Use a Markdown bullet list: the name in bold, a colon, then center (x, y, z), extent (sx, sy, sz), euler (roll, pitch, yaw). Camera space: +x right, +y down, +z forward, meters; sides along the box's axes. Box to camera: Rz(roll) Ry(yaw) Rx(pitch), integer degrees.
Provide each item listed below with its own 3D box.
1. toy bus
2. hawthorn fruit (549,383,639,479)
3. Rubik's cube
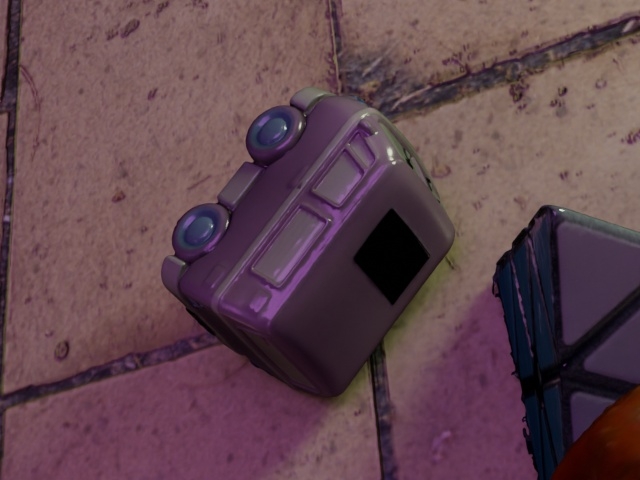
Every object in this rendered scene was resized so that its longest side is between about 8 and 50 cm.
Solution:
- **toy bus**: center (0.000, 0.000, 1.258), extent (0.142, 0.142, 0.202), euler (26, 74, 44)
- **hawthorn fruit**: center (0.249, 0.186, 0.906), extent (0.275, 0.299, 0.275), euler (-21, 28, 12)
- **Rubik's cube**: center (0.204, 0.082, 1.090), extent (0.228, 0.229, 0.233), euler (-37, -9, -49)
